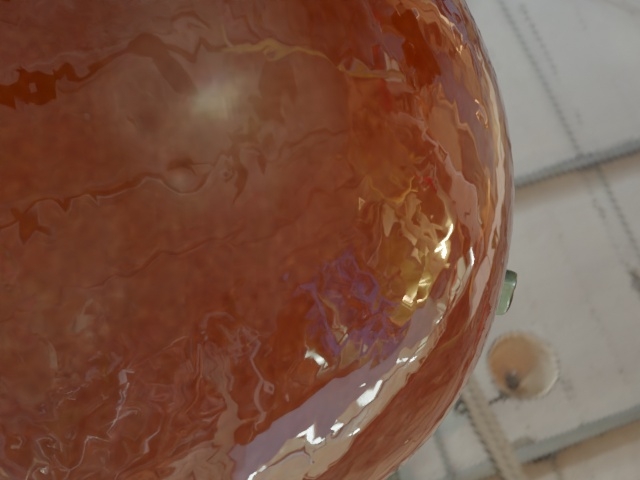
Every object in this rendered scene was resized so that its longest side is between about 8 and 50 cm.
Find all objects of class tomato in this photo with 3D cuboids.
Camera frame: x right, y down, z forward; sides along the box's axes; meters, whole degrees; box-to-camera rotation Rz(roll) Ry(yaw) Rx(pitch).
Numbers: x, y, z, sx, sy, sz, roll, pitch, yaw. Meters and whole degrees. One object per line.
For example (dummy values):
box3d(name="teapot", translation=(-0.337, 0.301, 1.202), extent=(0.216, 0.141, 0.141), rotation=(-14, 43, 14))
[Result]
box3d(name="tomato", translation=(-0.072, -0.007, 0.437), extent=(0.256, 0.256, 0.224), rotation=(-21, -103, -20))

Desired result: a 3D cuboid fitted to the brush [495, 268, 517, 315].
box3d(name="brush", translation=(0.000, 0.000, 0.666), extent=(0.178, 0.033, 0.030), rotation=(11, -118, -4))
